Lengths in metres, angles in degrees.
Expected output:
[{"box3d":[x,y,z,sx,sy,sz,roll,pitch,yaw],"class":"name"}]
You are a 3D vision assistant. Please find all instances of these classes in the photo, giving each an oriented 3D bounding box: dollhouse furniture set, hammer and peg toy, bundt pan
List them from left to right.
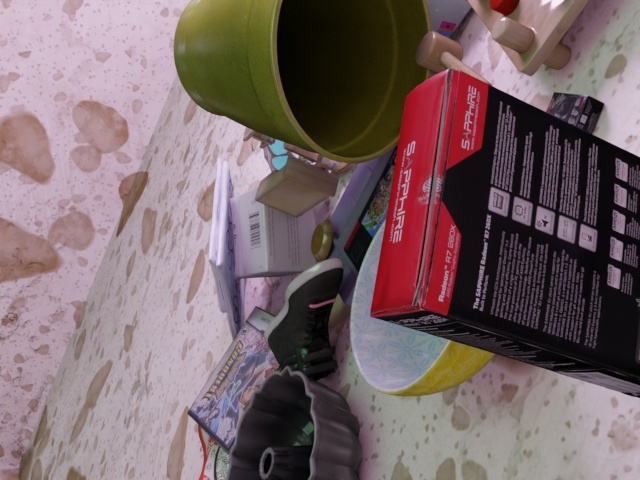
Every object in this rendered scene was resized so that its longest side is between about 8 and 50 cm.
[{"box3d":[-0.038,0.386,1.460,0.331,0.124,0.330,-46,34,45],"class":"bundt pan"},{"box3d":[-0.027,-0.190,1.702,0.161,0.212,0.242,-29,43,60],"class":"dollhouse furniture set"},{"box3d":[0.303,-0.356,1.272,0.361,0.127,0.265,-57,30,29],"class":"hammer and peg toy"}]

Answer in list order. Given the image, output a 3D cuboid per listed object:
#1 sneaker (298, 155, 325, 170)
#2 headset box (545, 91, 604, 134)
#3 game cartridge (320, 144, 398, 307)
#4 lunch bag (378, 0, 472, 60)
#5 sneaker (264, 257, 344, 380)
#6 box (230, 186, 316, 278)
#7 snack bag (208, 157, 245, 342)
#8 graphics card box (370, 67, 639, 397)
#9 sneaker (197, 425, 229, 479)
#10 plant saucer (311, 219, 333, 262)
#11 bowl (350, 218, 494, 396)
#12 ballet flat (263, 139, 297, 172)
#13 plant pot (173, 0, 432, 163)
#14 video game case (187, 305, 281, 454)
[{"box3d":[-0.014,-0.176,1.868,0.078,0.067,0.188,125,154,-45],"class":"sneaker"},{"box3d":[0.337,-0.166,1.178,0.083,0.032,0.062,29,99,66],"class":"headset box"},{"box3d":[0.106,-0.075,1.566,0.355,0.068,0.230,-63,22,17],"class":"game cartridge"},{"box3d":[0.186,-0.451,1.602,0.279,0.108,0.224,-54,29,33],"class":"lunch bag"},{"box3d":[-0.005,0.157,1.536,0.146,0.105,0.295,63,145,26],"class":"sneaker"},{"box3d":[-0.101,-0.015,1.824,0.182,0.119,0.180,-15,76,62],"class":"box"},{"box3d":[-0.205,0.043,1.943,0.342,0.037,0.323,85,-178,-48],"class":"snack bag"},{"box3d":[0.236,0.008,0.862,0.094,0.371,0.232,-20,57,59],"class":"graphics card box"},{"box3d":[-0.183,0.417,1.793,0.145,0.090,0.270,-41,31,30],"class":"sneaker"},{"box3d":[0.000,0.000,1.655,0.083,0.015,0.083,-169,90,-68],"class":"plant saucer"},{"box3d":[0.180,0.083,1.180,0.289,0.156,0.289,-45,35,45],"class":"bowl"},{"box3d":[-0.090,-0.180,2.052,0.213,0.072,0.068,-114,20,-57],"class":"ballet flat"},{"box3d":[-0.061,-0.328,1.490,0.353,0.367,0.366,11,83,44],"class":"plant pot"},{"box3d":[-0.147,0.279,1.762,0.274,0.035,0.248,-57,27,-8],"class":"video game case"}]
